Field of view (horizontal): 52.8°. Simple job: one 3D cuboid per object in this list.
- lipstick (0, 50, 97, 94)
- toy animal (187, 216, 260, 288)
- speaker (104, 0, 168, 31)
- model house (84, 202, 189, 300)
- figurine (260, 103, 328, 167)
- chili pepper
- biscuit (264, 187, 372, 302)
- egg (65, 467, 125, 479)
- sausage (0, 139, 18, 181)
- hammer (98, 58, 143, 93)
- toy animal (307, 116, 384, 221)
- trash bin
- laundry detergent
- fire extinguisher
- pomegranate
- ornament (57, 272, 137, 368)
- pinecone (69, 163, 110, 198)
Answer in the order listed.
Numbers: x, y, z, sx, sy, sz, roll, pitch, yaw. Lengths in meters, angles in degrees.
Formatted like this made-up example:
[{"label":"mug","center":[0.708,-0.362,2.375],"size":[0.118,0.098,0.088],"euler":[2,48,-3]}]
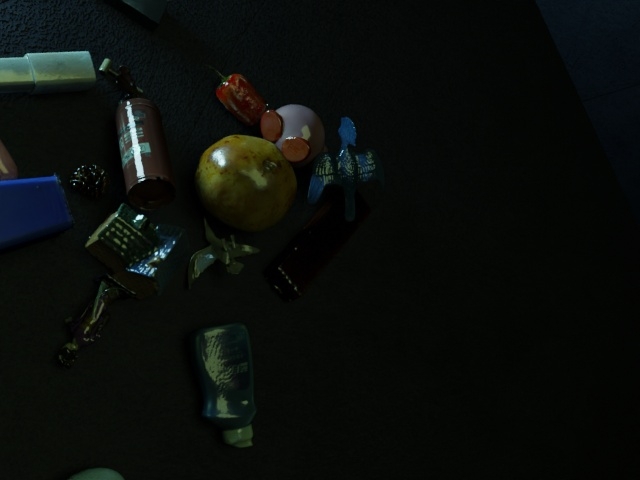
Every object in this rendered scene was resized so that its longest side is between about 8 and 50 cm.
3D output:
[{"label":"lipstick","center":[-0.613,-0.350,1.364],"size":[0.252,0.079,0.078],"euler":[-17,91,-37]},{"label":"toy animal","center":[-0.235,0.009,1.552],"size":[0.219,0.095,0.155],"euler":[-20,96,-39]},{"label":"speaker","center":[-0.477,-0.600,1.546],"size":[0.218,0.044,0.082],"euler":[29,63,-28]},{"label":"model house","center":[-0.383,0.010,1.391],"size":[0.183,0.172,0.167],"euler":[41,59,-22]},{"label":"figurine","center":[-0.066,-0.275,1.704],"size":[0.173,0.173,0.173],"euler":[10,73,-35]},{"label":"chili pepper","center":[-0.223,-0.386,1.663],"size":[0.192,0.084,0.086],"euler":[42,41,-27]},{"label":"biscuit","center":[0.000,0.000,1.745],"size":[0.107,0.073,0.388],"euler":[51,55,-15]},{"label":"egg","center":[-0.452,0.506,1.257],"size":[0.152,0.114,0.114],"euler":[-8,84,-34]},{"label":"sausage","center":[-0.665,-0.180,1.293],"size":[0.062,0.062,0.154],"euler":[-36,101,-37]},{"label":"hammer","center":[-0.466,-0.382,1.520],"size":[0.110,0.019,0.036],"euler":[32,62,-30]},{"label":"toy animal","center":[0.064,-0.184,1.706],"size":[0.239,0.176,0.256],"euler":[-13,83,-20]},{"label":"trash bin","center":[-0.614,-0.031,1.242],"size":[0.234,0.162,0.184],"euler":[-20,92,-44]},{"label":"laundry detergent","center":[-0.214,0.337,1.488],"size":[0.143,0.094,0.290],"euler":[-8,84,-42]},{"label":"fire extinguisher","center":[-0.402,-0.240,1.424],"size":[0.106,0.147,0.337],"euler":[-18,60,-3]},{"label":"pomegranate","center":[-0.180,-0.133,1.553],"size":[0.248,0.248,0.248],"euler":[10,73,-35]},{"label":"ornament","center":[-0.483,0.164,1.335],"size":[0.081,0.088,0.203],"euler":[45,58,-18]},{"label":"pinecone","center":[-0.500,-0.129,1.402],"size":[0.083,0.077,0.077],"euler":[-3,80,-13]}]
